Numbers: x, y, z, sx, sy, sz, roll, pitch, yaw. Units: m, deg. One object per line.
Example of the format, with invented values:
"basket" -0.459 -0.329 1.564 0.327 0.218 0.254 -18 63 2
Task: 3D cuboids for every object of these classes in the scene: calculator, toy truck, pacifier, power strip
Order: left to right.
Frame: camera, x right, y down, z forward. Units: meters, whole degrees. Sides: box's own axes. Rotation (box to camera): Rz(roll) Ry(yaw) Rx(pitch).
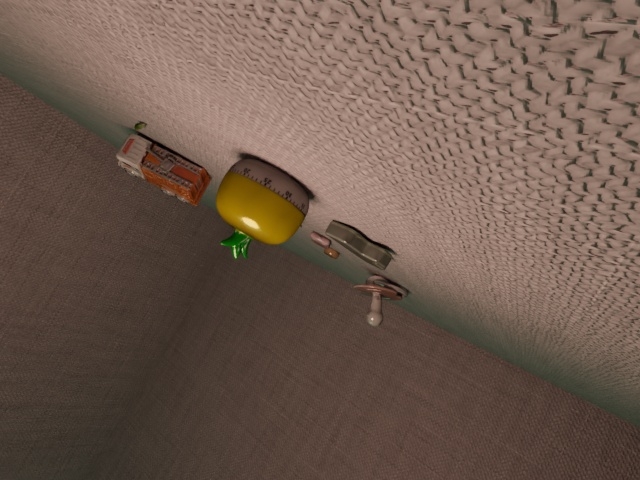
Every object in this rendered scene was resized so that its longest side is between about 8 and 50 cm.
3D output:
"toy truck" -0.704 -0.326 1.827 0.388 0.173 0.207 26 167 -4
"calculator" 0.000 0.000 1.920 0.100 0.032 0.175 28 173 6
"power strip" 0.155 0.030 1.393 0.265 0.059 0.194 35 175 -43
"pacifier" 0.304 0.301 2.176 0.220 0.273 0.332 44 180 28

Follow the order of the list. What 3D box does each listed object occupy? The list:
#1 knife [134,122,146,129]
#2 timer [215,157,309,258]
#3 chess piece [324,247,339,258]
"knife" -0.692 -0.436 1.562 0.026 0.022 0.184 -2 -169 -33
"timer" -0.190 -0.070 1.178 0.285 0.285 0.285 28 173 4
"chess piece" 0.058 0.066 2.149 0.084 0.038 0.083 31 172 5
